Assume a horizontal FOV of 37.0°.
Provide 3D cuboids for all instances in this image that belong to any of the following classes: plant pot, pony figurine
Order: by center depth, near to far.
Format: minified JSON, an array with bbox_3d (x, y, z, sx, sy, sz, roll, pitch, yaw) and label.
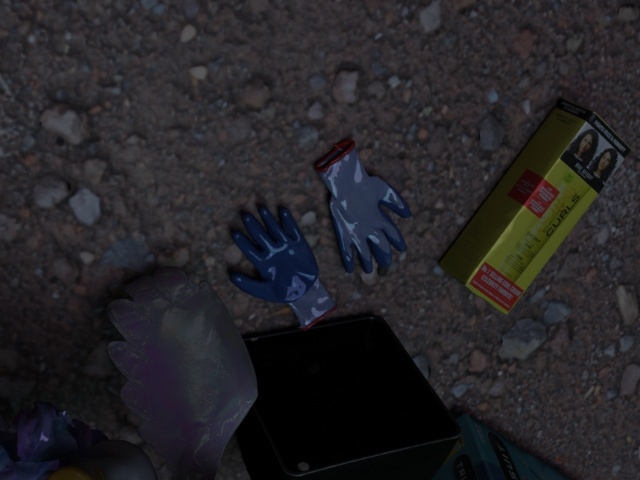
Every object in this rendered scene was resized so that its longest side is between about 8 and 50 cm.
[{"bbox_3d":[-0.164,0.212,0.782,0.303,0.351,0.363,-41,165,3],"label":"pony figurine"},{"bbox_3d":[0.009,0.212,0.998,0.187,0.188,0.167,-8,128,-23],"label":"plant pot"}]

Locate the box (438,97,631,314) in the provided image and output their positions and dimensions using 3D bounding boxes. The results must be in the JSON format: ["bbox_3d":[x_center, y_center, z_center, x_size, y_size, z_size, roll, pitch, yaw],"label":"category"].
[{"bbox_3d":[0.238,-0.037,1.063,0.087,0.058,0.232,35,95,-35],"label":"box"}]

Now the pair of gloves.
[{"bbox_3d":[0.000,0.000,0.984,0.198,0.023,0.159,-37,122,-8],"label":"pair of gloves"}]

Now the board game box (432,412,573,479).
[{"bbox_3d":[0.284,0.386,1.159,0.079,0.254,0.336,-40,127,20],"label":"board game box"}]
